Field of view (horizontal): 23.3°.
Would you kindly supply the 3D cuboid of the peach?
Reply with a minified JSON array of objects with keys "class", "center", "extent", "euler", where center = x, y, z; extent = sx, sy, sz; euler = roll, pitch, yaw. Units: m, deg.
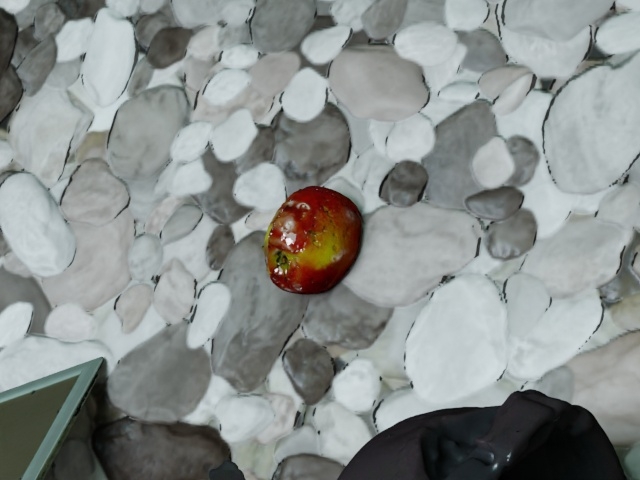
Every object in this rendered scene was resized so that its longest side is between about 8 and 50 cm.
[{"class":"peach","center":[0.000,0.000,1.168],"extent":[0.050,0.077,0.083],"euler":[7,29,35]}]

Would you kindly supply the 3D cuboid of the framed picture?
[{"class":"framed picture","center":[-0.318,0.197,1.195],"extent":[0.296,0.019,0.232],"euler":[-20,22,20]}]

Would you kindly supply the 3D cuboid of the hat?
[{"class":"hat","center":[0.056,0.248,0.941],"extent":[0.209,0.238,0.336],"euler":[7,104,51]}]
